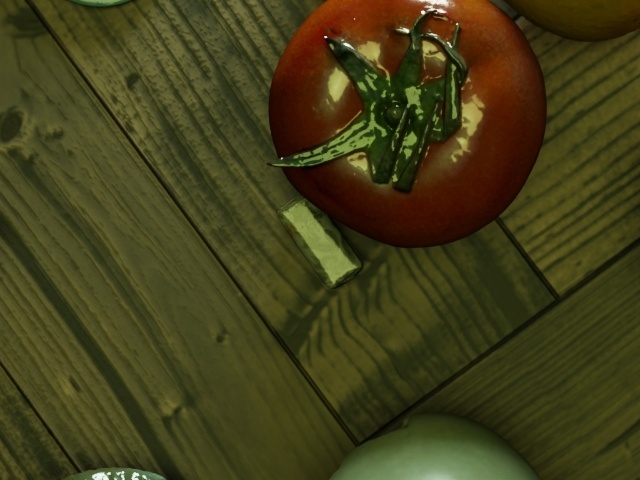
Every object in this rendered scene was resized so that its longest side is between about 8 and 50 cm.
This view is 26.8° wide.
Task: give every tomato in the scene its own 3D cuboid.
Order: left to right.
[{"bbox_3d":[0.081,-0.120,1.243,0.256,0.224,0.256,1,95,8],"label":"tomato"}]

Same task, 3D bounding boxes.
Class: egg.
[{"bbox_3d":[0.101,0.321,1.221,0.278,0.278,0.336,12,56,6],"label":"egg"}]

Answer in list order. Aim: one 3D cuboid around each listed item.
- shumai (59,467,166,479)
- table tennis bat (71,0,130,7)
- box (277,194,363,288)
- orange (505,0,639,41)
[{"bbox_3d":[-0.228,0.360,1.338,0.272,0.203,0.222,-2,55,-15],"label":"shumai"},{"bbox_3d":[-0.268,-0.331,1.377,0.244,0.040,0.153,20,93,1],"label":"table tennis bat"},{"bbox_3d":[0.000,0.000,1.334,0.045,0.062,0.098,-34,84,1],"label":"box"},{"bbox_3d":[0.244,-0.299,1.228,0.236,0.236,0.236,0,90,6],"label":"orange"}]
